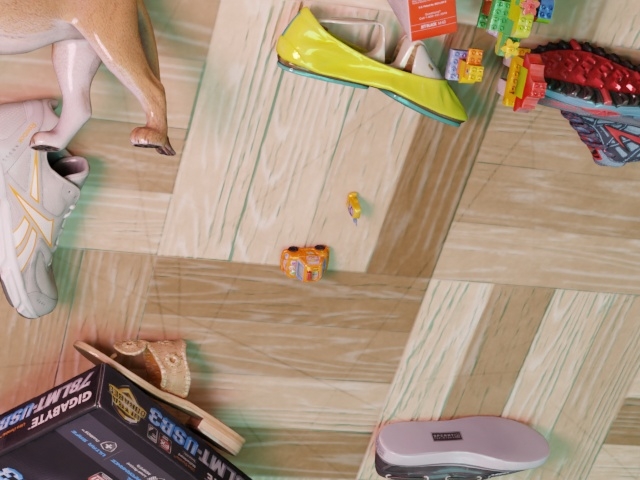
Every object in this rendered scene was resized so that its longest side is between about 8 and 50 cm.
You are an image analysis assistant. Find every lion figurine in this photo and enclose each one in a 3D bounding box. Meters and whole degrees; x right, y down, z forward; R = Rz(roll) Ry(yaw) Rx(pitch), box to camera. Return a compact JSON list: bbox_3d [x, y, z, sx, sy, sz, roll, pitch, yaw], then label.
[{"bbox_3d":[-0.288,-0.218,1.398,0.392,0.240,0.142,12,166,-41],"label":"lion figurine"}]

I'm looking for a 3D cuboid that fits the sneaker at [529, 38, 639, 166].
[{"bbox_3d":[0.317,-0.129,1.654,0.261,0.104,0.125,12,129,-18],"label":"sneaker"}]

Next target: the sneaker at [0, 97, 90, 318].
[{"bbox_3d":[-0.290,-0.031,1.568,0.121,0.099,0.262,-15,130,-10],"label":"sneaker"}]

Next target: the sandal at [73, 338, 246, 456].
[{"bbox_3d":[-0.172,0.155,1.761,0.240,0.088,0.079,38,75,-20],"label":"sandal"}]

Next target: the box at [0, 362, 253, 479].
[{"bbox_3d":[-0.271,0.296,1.790,0.293,0.073,0.295,-27,129,24],"label":"box"}]

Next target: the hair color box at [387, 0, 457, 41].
[{"bbox_3d":[0.093,-0.291,1.475,0.053,0.093,0.167,-14,129,-6],"label":"hair color box"}]

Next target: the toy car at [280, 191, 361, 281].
[{"bbox_3d":[0.000,0.000,1.703,0.060,0.040,0.122,12,122,-23],"label":"toy car"}]

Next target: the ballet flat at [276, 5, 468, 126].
[{"bbox_3d":[0.065,-0.183,1.567,0.231,0.077,0.077,16,104,-23],"label":"ballet flat"}]

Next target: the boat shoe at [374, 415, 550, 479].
[{"bbox_3d":[0.178,0.280,1.943,0.228,0.080,0.076,0,132,-14],"label":"boat shoe"}]

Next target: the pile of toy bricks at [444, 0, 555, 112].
[{"bbox_3d":[0.189,-0.233,1.509,0.118,0.105,0.212,3,108,-19],"label":"pile of toy bricks"}]
